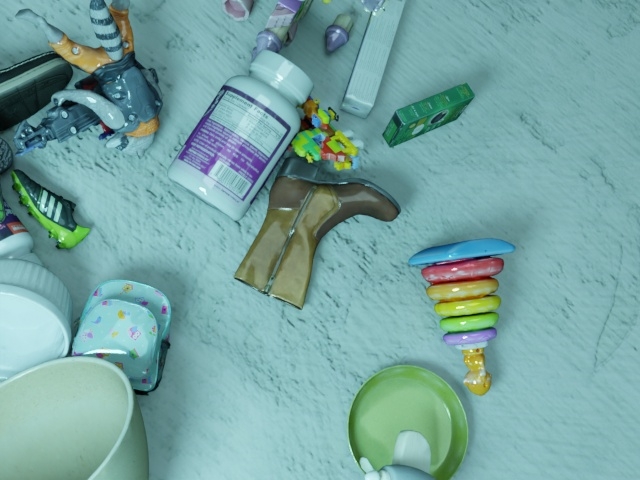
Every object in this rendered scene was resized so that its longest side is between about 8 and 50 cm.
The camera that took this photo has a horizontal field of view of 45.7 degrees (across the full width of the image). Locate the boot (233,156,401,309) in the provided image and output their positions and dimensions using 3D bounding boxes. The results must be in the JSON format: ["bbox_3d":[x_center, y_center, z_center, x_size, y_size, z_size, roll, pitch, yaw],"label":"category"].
[{"bbox_3d":[0.000,0.000,1.486,0.264,0.096,0.280,22,70,-6],"label":"boot"}]

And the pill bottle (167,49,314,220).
[{"bbox_3d":[-0.143,-0.202,1.438,0.169,0.169,0.301,33,84,-2],"label":"pill bottle"}]

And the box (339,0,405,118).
[{"bbox_3d":[0.119,-0.422,1.662,0.067,0.063,0.323,19,70,-6],"label":"box"}]

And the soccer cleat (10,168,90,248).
[{"bbox_3d":[-0.503,-0.065,1.411,0.072,0.060,0.179,-39,91,-30],"label":"soccer cleat"}]

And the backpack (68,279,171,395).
[{"bbox_3d":[-0.344,0.161,1.330,0.166,0.144,0.188,12,68,-4],"label":"backpack"}]

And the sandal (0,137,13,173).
[{"bbox_3d":[-0.684,-0.109,1.381,0.255,0.054,0.097,-25,101,-22],"label":"sandal"}]

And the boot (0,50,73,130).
[{"bbox_3d":[-0.689,-0.325,1.406,0.377,0.138,0.284,-33,83,-13],"label":"boot"}]

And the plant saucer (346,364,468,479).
[{"bbox_3d":[0.162,0.359,1.443,0.241,0.037,0.240,4,72,-13],"label":"plant saucer"}]

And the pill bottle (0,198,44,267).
[{"bbox_3d":[-0.578,-0.007,1.343,0.108,0.108,0.193,-37,85,-21],"label":"pill bottle"}]

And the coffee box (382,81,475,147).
[{"bbox_3d":[0.228,-0.266,1.615,0.184,0.113,0.040,-24,77,-18],"label":"coffee box"}]

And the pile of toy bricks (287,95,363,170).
[{"bbox_3d":[-0.017,-0.201,1.512,0.105,0.118,0.212,-28,58,-21],"label":"pile of toy bricks"}]

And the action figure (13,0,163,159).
[{"bbox_3d":[-0.406,-0.279,1.374,0.179,0.330,0.341,13,49,36],"label":"action figure"}]

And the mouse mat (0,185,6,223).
[{"bbox_3d":[-0.627,-0.105,1.298,0.153,0.007,0.189,-12,80,-7],"label":"mouse mat"}]

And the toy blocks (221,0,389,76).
[{"bbox_3d":[-0.049,-0.455,1.518,0.309,0.288,0.260,29,65,-6],"label":"toy blocks"}]

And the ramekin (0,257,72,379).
[{"bbox_3d":[-0.515,0.125,1.270,0.207,0.207,0.109,9,38,-11],"label":"ramekin"}]

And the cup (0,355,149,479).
[{"bbox_3d":[-0.400,0.379,1.173,0.331,0.331,0.236,-32,126,-20],"label":"cup"}]

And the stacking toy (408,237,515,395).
[{"bbox_3d":[0.292,0.153,1.491,0.175,0.166,0.301,-6,86,-27],"label":"stacking toy"}]

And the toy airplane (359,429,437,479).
[{"bbox_3d":[0.111,0.565,1.240,0.384,0.272,0.386,-29,81,-20],"label":"toy airplane"}]
